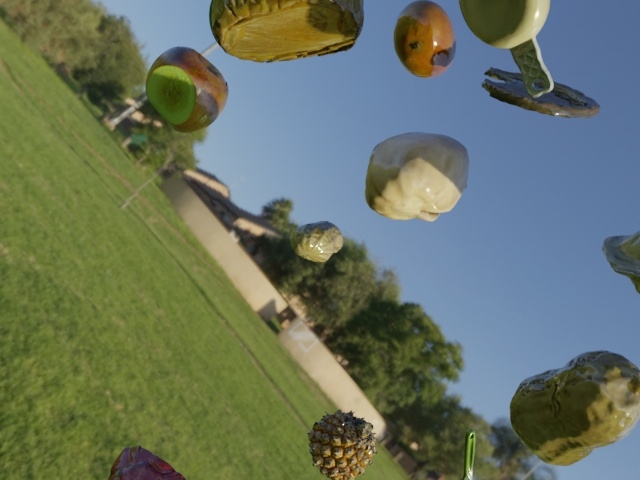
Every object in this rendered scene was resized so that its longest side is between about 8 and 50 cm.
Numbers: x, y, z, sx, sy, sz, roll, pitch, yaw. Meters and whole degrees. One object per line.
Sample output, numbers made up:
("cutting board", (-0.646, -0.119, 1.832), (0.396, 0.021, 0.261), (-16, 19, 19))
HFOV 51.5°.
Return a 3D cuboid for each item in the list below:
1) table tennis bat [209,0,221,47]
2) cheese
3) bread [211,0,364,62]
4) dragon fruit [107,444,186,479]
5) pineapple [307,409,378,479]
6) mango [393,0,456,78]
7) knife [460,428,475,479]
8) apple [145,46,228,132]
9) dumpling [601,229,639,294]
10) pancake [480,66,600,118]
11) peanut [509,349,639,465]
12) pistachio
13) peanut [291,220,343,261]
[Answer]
("table tennis bat", (-0.209, -0.571, 1.604), (0.160, 0.039, 0.257), (13, -53, 25))
("cheese", (0.325, -0.374, 1.165), (0.163, 0.071, 0.249), (10, -62, 44))
("bread", (-0.053, -0.395, 1.101), (0.227, 0.253, 0.142), (47, 39, -71))
("dragon fruit", (-0.361, 0.620, 1.410), (0.152, 0.205, 0.317), (-27, 113, -63))
("pineapple", (0.074, 0.464, 1.547), (0.176, 0.137, 0.161), (28, 36, -30))
("mango", (0.228, -0.421, 1.417), (0.120, 0.151, 0.221), (4, -4, 25))
("knife", (0.253, 0.393, 1.143), (0.026, 0.022, 0.184), (22, -51, 37))
("apple", (-0.265, -0.291, 1.308), (0.146, 0.147, 0.163), (48, 12, 5))
("dumpling", (0.639, 0.048, 1.242), (0.258, 0.193, 0.147), (-131, -146, -55))
("pancake", (0.448, -0.313, 1.393), (0.286, 0.288, 0.033), (45, -51, 43))
("peanut", (0.384, 0.263, 1.028), (0.291, 0.159, 0.143), (96, -12, -62))
("pistachio", (0.221, -0.153, 1.504), (0.214, 0.318, 0.193), (52, -48, -1))
("peanut", (0.000, 0.000, 1.520), (0.093, 0.083, 0.194), (40, 19, 19))
